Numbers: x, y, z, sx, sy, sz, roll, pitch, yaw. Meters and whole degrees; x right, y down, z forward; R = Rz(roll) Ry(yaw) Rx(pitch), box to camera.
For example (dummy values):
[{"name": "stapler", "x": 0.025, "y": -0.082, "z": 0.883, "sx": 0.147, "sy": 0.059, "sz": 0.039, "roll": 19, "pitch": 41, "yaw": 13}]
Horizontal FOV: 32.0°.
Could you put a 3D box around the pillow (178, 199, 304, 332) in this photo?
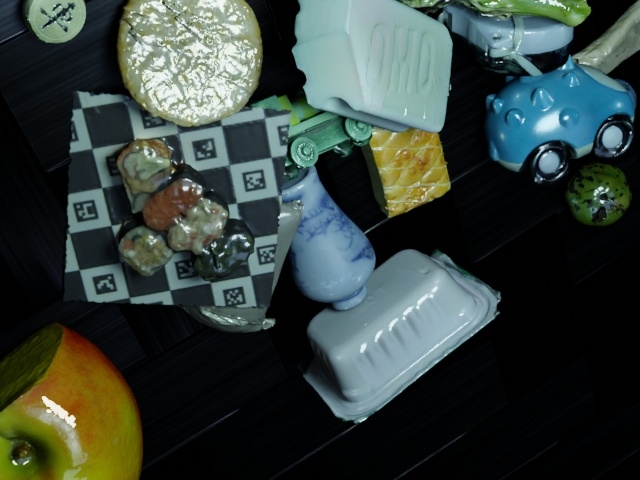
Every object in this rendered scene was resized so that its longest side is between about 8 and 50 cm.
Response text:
[{"name": "pillow", "x": -0.131, "y": 0.036, "z": 1.749, "sx": 0.169, "sy": 0.059, "sz": 0.255, "roll": 17, "pitch": 117, "yaw": -1}]

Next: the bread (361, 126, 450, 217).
[{"name": "bread", "x": 0.137, "y": -0.140, "z": 1.848, "sx": 0.125, "sy": 0.068, "sz": 0.188, "roll": -28, "pitch": 128, "yaw": -14}]

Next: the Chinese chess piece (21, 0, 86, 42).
[{"name": "Chinese chess piece", "x": -0.352, "y": -0.303, "z": 1.479, "sx": 0.084, "sy": 0.034, "sz": 0.084, "roll": -15, "pitch": 124, "yaw": -24}]

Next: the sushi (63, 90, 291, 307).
[{"name": "sushi", "x": -0.209, "y": -0.034, "z": 1.627, "sx": 0.320, "sy": 0.069, "sz": 0.339, "roll": 4, "pitch": 115, "yaw": -10}]

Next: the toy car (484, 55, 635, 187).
[{"name": "toy car", "x": 0.395, "y": -0.219, "z": 1.880, "sx": 0.255, "sy": 0.188, "sz": 0.190, "roll": -20, "pitch": 118, "yaw": -5}]

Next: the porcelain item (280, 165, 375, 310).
[{"name": "porcelain item", "x": 0.000, "y": 0.000, "z": 1.813, "sx": 0.141, "sy": 0.141, "sz": 0.259, "roll": -34, "pitch": 122, "yaw": -9}]

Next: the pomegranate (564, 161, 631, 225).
[{"name": "pomegranate", "x": 0.522, "y": -0.086, "z": 2.098, "sx": 0.122, "sy": 0.122, "sz": 0.161, "roll": -56, "pitch": 167, "yaw": 9}]

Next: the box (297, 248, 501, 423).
[{"name": "box", "x": 0.110, "y": 0.131, "z": 1.883, "sx": 0.336, "sy": 0.264, "sz": 0.106, "roll": -37, "pitch": 116, "yaw": -7}]

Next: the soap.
[{"name": "soap", "x": 0.081, "y": -0.262, "z": 1.626, "sx": 0.289, "sy": 0.095, "sz": 0.173, "roll": 8, "pitch": 87, "yaw": -55}]

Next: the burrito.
[{"name": "burrito", "x": 0.532, "y": -0.356, "z": 1.963, "sx": 0.226, "sy": 0.060, "sz": 0.087, "roll": -39, "pitch": 130, "yaw": -6}]

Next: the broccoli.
[{"name": "broccoli", "x": 0.254, "y": -0.386, "z": 1.654, "sx": 0.304, "sy": 0.145, "sz": 0.165, "roll": 17, "pitch": 80, "yaw": -6}]

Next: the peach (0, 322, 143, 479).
[{"name": "peach", "x": -0.378, "y": 0.295, "z": 1.650, "sx": 0.242, "sy": 0.380, "sz": 0.306, "roll": -32, "pitch": 103, "yaw": -10}]

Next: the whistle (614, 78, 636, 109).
[{"name": "whistle", "x": 0.534, "y": -0.239, "z": 2.020, "sx": 0.090, "sy": 0.090, "sz": 0.158, "roll": -44, "pitch": 130, "yaw": -1}]

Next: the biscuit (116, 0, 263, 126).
[{"name": "biscuit", "x": -0.181, "y": -0.266, "z": 1.557, "sx": 0.219, "sy": 0.033, "sz": 0.220, "roll": -1, "pitch": 94, "yaw": -19}]

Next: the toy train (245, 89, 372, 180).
[{"name": "toy train", "x": -0.014, "y": -0.178, "z": 1.709, "sx": 0.200, "sy": 0.083, "sz": 0.132, "roll": -26, "pitch": 89, "yaw": -30}]

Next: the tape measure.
[{"name": "tape measure", "x": 0.307, "y": -0.331, "z": 1.766, "sx": 0.181, "sy": 0.182, "sz": 0.107, "roll": -20, "pitch": 126, "yaw": -23}]
